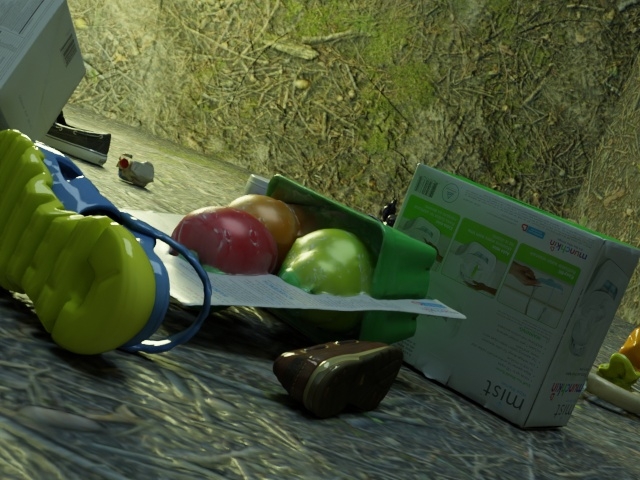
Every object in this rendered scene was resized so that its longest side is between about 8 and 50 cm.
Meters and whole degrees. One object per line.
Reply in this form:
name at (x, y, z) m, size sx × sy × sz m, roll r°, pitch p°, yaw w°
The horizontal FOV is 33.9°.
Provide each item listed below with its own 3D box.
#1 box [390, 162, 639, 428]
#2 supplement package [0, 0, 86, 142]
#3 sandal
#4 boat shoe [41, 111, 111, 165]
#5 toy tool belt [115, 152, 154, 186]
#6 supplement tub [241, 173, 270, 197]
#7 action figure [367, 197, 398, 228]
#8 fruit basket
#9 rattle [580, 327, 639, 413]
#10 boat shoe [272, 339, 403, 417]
box at (0.201, 0.063, 1.246) m, size 0.262 × 0.231 × 0.127 m, roll 26°, pitch 9°, yaw 37°
supplement package at (-0.532, -0.286, 1.600) m, size 0.262 × 0.198 × 0.199 m, roll 23°, pitch -25°, yaw 8°
sandal at (-0.200, 0.009, 0.880) m, size 0.138 × 0.126 × 0.317 m, roll 21°, pitch 13°, yaw -46°
boat shoe at (-0.505, -0.217, 2.001) m, size 0.228 × 0.076 × 0.080 m, roll 23°, pitch 6°, yaw 6°
toy tool belt at (-0.349, -0.126, 1.931) m, size 0.051 × 0.052 × 0.083 m, roll -15°, pitch -24°, yaw 40°
supplement tub at (-0.107, -0.052, 1.788) m, size 0.071 × 0.107 × 0.071 m, roll 21°, pitch 5°, yaw -2°
action figure at (0.176, 0.030, 1.889) m, size 0.141 × 0.164 × 0.276 m, roll 8°, pitch 21°, yaw -24°
fruit basket at (-0.069, 0.032, 1.148) m, size 0.353 × 0.165 × 0.327 m, roll -2°, pitch 19°, yaw -36°
rattle at (0.422, 0.175, 1.545) m, size 0.199 × 0.143 × 0.130 m, roll 26°, pitch 22°, yaw -30°
boat shoe at (0.020, 0.113, 0.936) m, size 0.060 × 0.064 × 0.178 m, roll 27°, pitch 10°, yaw 26°
